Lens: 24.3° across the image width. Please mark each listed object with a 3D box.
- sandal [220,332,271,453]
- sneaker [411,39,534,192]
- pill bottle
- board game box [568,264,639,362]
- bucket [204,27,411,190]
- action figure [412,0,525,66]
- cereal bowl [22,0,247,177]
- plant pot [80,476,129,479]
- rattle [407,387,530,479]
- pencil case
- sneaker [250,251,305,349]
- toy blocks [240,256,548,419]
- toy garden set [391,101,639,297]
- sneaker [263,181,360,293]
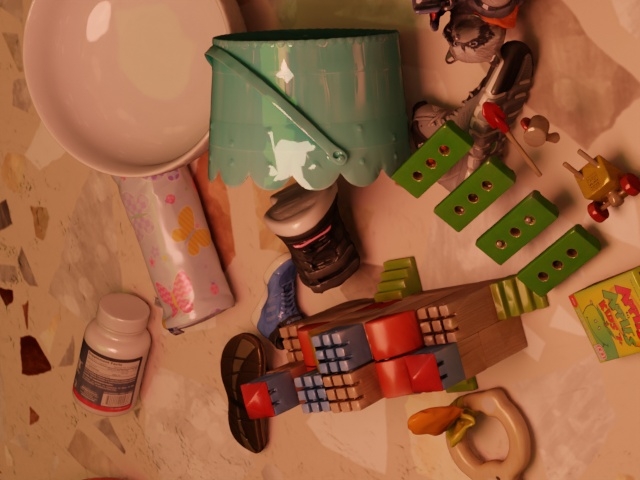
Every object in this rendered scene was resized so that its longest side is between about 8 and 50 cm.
[{"bbox_3d":[-0.097,0.222,2.214,0.090,0.060,0.219,26,133,39],"label":"sandal"},{"bbox_3d":[0.173,-0.162,1.844,0.132,0.086,0.229,35,124,30],"label":"sneaker"},{"bbox_3d":[-0.327,0.179,2.356,0.108,0.108,0.180,33,122,28],"label":"pill bottle"},{"bbox_3d":[0.360,0.084,1.730,0.092,0.043,0.181,65,163,5],"label":"board game box"},{"bbox_3d":[-0.018,-0.173,1.888,0.281,0.281,0.183,6,104,39],"label":"bucket"},{"bbox_3d":[0.185,-0.347,1.677,0.178,0.341,0.330,4,116,3],"label":"action figure"},{"bbox_3d":[-0.244,-0.262,2.100,0.338,0.141,0.339,3,99,22],"label":"cereal bowl"},{"bbox_3d":[-0.362,0.575,2.425,0.272,0.272,0.265,42,135,23],"label":"plant pot"},{"bbox_3d":[0.211,0.300,1.923,0.130,0.142,0.200,-17,86,24],"label":"rattle"},{"bbox_3d":[-0.220,-0.002,2.206,0.124,0.113,0.273,-15,94,53],"label":"pencil case"},{"bbox_3d":[-0.046,0.092,2.122,0.084,0.058,0.152,46,132,27],"label":"sneaker"},{"bbox_3d":[0.070,0.142,1.906,0.381,0.261,0.191,-11,96,41],"label":"toy blocks"},{"bbox_3d":[0.244,-0.071,1.780,0.244,0.049,0.204,38,128,-10],"label":"toy garden set"},{"bbox_3d":[0.000,0.000,1.952,0.104,0.296,0.147,-27,97,1],"label":"sneaker"}]
